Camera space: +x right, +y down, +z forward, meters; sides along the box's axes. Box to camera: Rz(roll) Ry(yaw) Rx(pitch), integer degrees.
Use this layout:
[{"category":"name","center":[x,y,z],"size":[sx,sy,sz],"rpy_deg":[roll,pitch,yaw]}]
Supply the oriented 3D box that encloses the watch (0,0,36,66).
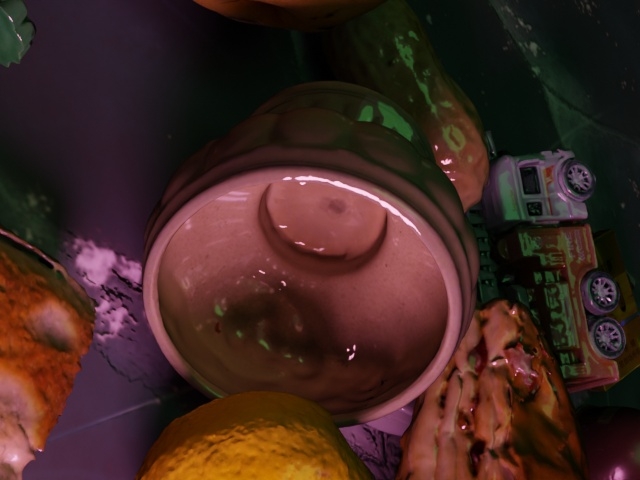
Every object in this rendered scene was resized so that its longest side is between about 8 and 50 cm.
[{"category":"watch","center":[-0.332,-0.176,0.924],"size":[0.165,0.131,0.152],"rpy_deg":[51,54,-18]}]

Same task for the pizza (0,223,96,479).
[{"category":"pizza","center":[-0.330,0.140,0.773],"size":[0.440,0.130,0.406],"rpy_deg":[20,59,-52]}]

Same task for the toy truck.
[{"category":"toy truck","center":[0.247,0.022,1.434],"size":[0.184,0.133,0.338],"rpy_deg":[-2,75,-27]}]

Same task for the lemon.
[{"category":"lemon","center":[-0.060,0.215,0.974],"size":[0.180,0.193,0.180],"rpy_deg":[-15,90,-69]}]

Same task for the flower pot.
[{"category":"flower pot","center":[0.000,0.000,1.076],"size":[0.307,0.307,0.244],"rpy_deg":[48,28,-20]}]

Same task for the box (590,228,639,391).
[{"category":"box","center":[0.385,0.094,1.583],"size":[0.121,0.030,0.193],"rpy_deg":[-26,102,-39]}]

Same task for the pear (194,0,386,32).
[{"category":"pear","center":[-0.022,-0.380,1.169],"size":[0.348,0.348,0.348],"rpy_deg":[22,57,-39]}]

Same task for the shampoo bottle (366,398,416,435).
[{"category":"shampoo bottle","center":[0.108,0.111,1.283],"size":[0.086,0.056,0.227],"rpy_deg":[17,48,11]}]

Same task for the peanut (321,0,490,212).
[{"category":"peanut","center":[0.097,-0.171,1.364],"size":[0.149,0.149,0.313],"rpy_deg":[-33,92,-49]}]

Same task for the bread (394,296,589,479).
[{"category":"bread","center":[0.187,0.252,1.170],"size":[0.277,0.167,0.324],"rpy_deg":[62,40,-48]}]

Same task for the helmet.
[{"category":"helmet","center":[0.395,0.281,1.489],"size":[0.175,0.106,0.155],"rpy_deg":[-11,80,-44]}]

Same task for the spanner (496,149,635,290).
[{"category":"spanner","center":[0.342,-0.010,1.615],"size":[0.325,0.040,0.095],"rpy_deg":[45,44,-24]}]
